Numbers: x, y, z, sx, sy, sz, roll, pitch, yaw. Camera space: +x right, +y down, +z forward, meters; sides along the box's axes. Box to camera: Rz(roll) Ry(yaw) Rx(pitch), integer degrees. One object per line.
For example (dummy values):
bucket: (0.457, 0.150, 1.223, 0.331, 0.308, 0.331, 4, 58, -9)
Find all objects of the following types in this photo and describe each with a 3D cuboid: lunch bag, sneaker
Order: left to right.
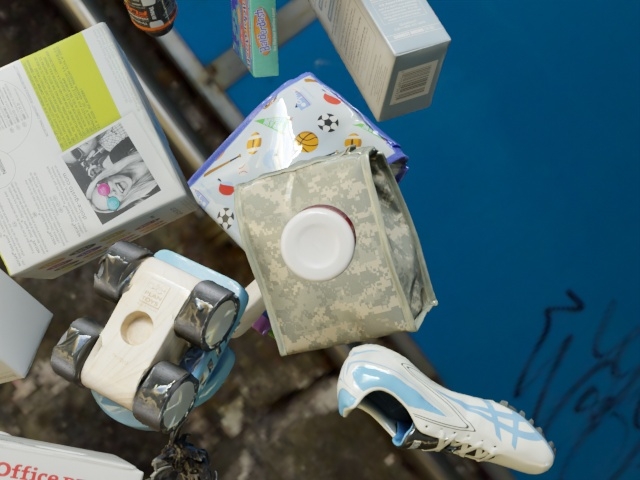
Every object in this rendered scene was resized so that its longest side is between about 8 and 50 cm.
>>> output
lunch bag: (-0.038, -0.134, 2.349, 0.328, 0.385, 0.239, 43, 5, 23)
lunch bag: (0.019, 0.007, 1.646, 0.169, 0.235, 0.286, -40, 115, -65)
sneaker: (0.123, 0.186, 1.074, 0.237, 0.086, 0.085, 26, -30, -8)

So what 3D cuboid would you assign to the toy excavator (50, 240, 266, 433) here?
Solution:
toy excavator: (-0.207, 0.139, 1.878, 0.222, 0.432, 0.445, 23, -13, 20)

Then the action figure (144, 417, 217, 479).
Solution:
action figure: (-0.248, 0.463, 1.932, 0.164, 0.141, 0.275, -8, -79, 61)

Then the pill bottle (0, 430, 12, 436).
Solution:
pill bottle: (-0.506, 0.444, 1.644, 0.407, 0.229, 0.229, 54, -17, -7)

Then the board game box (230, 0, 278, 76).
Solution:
board game box: (-0.117, -0.386, 1.867, 0.210, 0.047, 0.160, -124, -151, -64)

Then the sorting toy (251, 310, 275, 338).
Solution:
sorting toy: (-0.083, 0.143, 2.285, 0.127, 0.126, 0.365, 35, -3, 10)

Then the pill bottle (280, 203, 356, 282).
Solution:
pill bottle: (0.000, 0.000, 1.280, 0.086, 0.086, 0.152, 51, 5, -2)

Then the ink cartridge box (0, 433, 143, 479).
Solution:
ink cartridge box: (-0.348, 0.377, 1.273, 0.198, 0.272, 0.115, 17, -8, -26)

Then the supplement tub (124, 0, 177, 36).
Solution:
supplement tub: (-0.355, -0.504, 2.238, 0.106, 0.106, 0.198, 46, -12, 17)

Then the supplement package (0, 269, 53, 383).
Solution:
supplement package: (-0.743, 0.154, 2.251, 0.178, 0.175, 0.293, -17, -49, 32)

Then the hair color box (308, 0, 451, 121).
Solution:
hair color box: (0.081, -0.416, 1.895, 0.185, 0.114, 0.374, 103, -36, -59)

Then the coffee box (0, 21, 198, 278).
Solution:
coffee box: (-0.453, -0.147, 1.972, 0.338, 0.335, 0.337, 64, -4, 2)
